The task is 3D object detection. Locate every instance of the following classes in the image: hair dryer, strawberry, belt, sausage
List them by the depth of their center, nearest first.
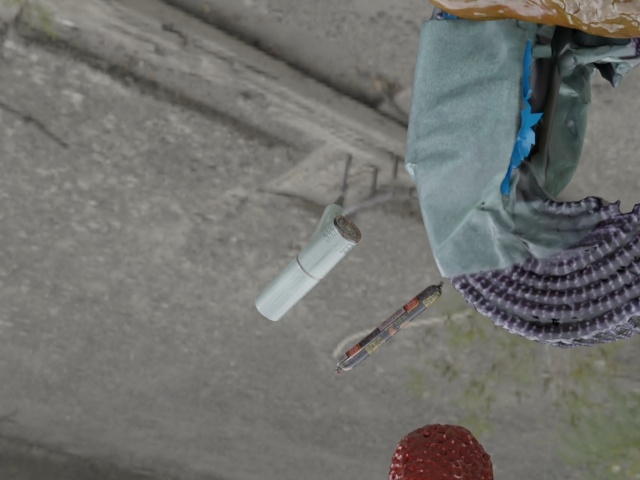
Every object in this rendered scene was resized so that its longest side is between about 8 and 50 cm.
[{"bbox_3d":[0.194,-0.081,0.742,0.260,0.325,0.122,6,174,28],"label":"belt"},{"bbox_3d":[-0.005,0.004,1.231,0.044,0.183,0.155,41,114,-11],"label":"hair dryer"},{"bbox_3d":[0.096,0.123,1.386,0.025,0.198,0.028,50,-178,-7],"label":"sausage"},{"bbox_3d":[0.215,0.445,1.809,0.205,0.205,0.244,3,-177,11],"label":"strawberry"}]

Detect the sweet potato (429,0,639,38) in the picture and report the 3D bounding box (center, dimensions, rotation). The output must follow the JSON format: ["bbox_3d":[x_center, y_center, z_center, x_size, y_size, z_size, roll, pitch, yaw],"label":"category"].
[{"bbox_3d":[0.214,-0.163,0.592,0.354,0.095,0.106,0,140,46],"label":"sweet potato"}]
